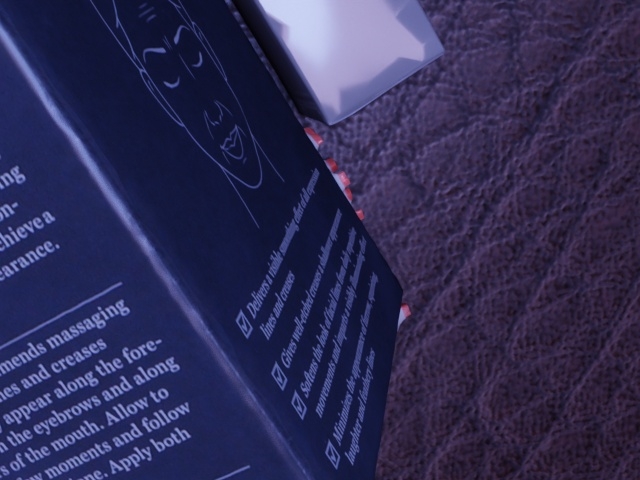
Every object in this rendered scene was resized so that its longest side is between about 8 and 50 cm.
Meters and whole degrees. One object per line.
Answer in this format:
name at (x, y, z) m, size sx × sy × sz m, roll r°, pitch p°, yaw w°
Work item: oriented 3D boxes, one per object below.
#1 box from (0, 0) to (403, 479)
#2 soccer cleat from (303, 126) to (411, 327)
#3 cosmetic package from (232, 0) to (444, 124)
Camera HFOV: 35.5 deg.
box at (-0.143, -0.022, 0.583) m, size 0.211 × 0.293 × 0.396 m, roll -27°, pitch 105°, yaw 18°
soccer cleat at (0.000, 0.000, 0.759) m, size 0.076 × 0.068 × 0.196 m, roll -27°, pitch 107°, yaw -1°
cosmetic package at (-0.025, -0.204, 0.682) m, size 0.107 × 0.127 × 0.238 m, roll -31°, pitch 103°, yaw -4°
